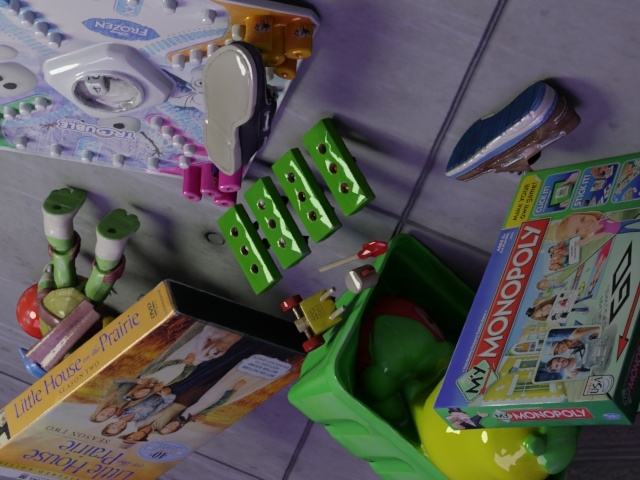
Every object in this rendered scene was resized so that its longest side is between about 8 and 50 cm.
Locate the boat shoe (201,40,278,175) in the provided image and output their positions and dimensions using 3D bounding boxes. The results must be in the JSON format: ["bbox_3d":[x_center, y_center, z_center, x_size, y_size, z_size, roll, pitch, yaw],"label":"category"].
[{"bbox_3d":[-0.080,-0.149,1.590,0.075,0.065,0.206,46,153,18],"label":"boat shoe"}]

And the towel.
[{"bbox_3d":[0.389,0.298,1.972,0.282,0.187,0.049,-10,132,44],"label":"towel"}]

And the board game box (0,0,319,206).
[{"bbox_3d":[-0.237,-0.165,1.670,0.390,0.050,0.390,9,153,-13],"label":"board game box"}]

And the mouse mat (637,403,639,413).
[{"bbox_3d":[0.399,0.150,1.836,0.153,0.007,0.190,-25,137,23],"label":"mouse mat"}]

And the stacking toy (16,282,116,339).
[{"bbox_3d":[-0.321,0.175,2.318,0.330,0.141,0.141,32,149,-8],"label":"stacking toy"}]

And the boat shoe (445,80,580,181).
[{"bbox_3d":[0.201,-0.099,1.584,0.066,0.066,0.183,31,149,-17],"label":"boat shoe"}]

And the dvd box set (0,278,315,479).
[{"bbox_3d":[-0.248,0.223,2.119,0.420,0.062,0.308,-37,144,24],"label":"dvd box set"}]

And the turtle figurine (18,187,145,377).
[{"bbox_3d":[-0.306,0.051,2.115,0.198,0.275,0.266,49,142,41],"label":"turtle figurine"}]

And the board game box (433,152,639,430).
[{"bbox_3d":[0.257,0.048,1.529,0.214,0.317,0.046,-9,136,42],"label":"board game box"}]

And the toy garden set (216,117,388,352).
[{"bbox_3d":[0.000,0.000,1.778,0.244,0.049,0.203,-40,74,45],"label":"toy garden set"}]

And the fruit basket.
[{"bbox_3d":[0.186,0.188,1.810,0.392,0.283,0.392,18,144,14],"label":"fruit basket"}]
